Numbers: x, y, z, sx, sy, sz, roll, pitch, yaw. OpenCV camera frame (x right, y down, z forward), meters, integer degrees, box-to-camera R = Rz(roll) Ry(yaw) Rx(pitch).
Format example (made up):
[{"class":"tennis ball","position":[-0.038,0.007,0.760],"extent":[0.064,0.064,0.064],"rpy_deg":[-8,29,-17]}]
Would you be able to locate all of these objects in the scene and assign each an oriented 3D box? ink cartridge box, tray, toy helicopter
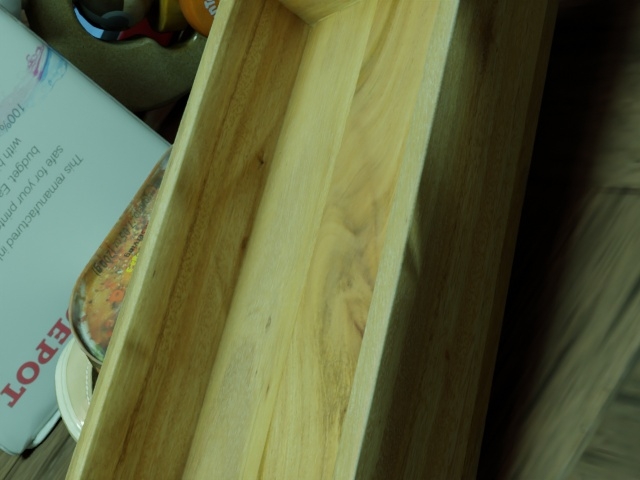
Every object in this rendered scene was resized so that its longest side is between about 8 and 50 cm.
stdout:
[{"class":"ink cartridge box","position":[-0.251,-0.044,1.019],"extent":[0.226,0.306,0.131],"rpy_deg":[-51,24,-3]},{"class":"tray","position":[0.000,0.000,0.759],"extent":[0.202,0.076,0.411],"rpy_deg":[-20,45,42]},{"class":"toy helicopter","position":[-0.199,-0.249,1.164],"extent":[0.235,0.355,0.140],"rpy_deg":[-34,24,-9]}]

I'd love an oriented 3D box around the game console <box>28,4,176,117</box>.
[{"class":"game console","position":[-0.254,-0.120,1.428],"extent":[0.342,0.060,0.387],"rpy_deg":[-26,33,40]}]

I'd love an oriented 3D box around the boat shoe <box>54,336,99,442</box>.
[{"class":"boat shoe","position":[-0.110,0.059,0.930],"extent":[0.059,0.063,0.170],"rpy_deg":[-44,24,25]}]

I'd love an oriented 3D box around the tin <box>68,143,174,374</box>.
[{"class":"tin","position":[-0.064,0.007,0.899],"extent":[0.106,0.040,0.190],"rpy_deg":[13,55,30]}]
